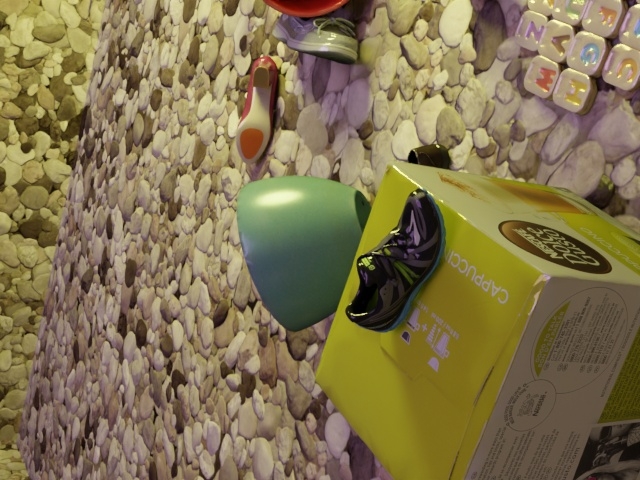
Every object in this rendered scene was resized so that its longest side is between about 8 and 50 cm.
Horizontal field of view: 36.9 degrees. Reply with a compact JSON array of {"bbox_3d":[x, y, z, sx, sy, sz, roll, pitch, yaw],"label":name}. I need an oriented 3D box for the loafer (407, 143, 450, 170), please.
[{"bbox_3d":[0.159,-0.062,1.654,0.080,0.078,0.220,13,95,58],"label":"loafer"}]

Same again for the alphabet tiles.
[{"bbox_3d":[0.389,-0.333,1.390,0.278,0.021,0.284,44,121,52],"label":"alphabet tiles"}]

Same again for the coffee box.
[{"bbox_3d":[0.243,0.128,1.237,0.337,0.334,0.338,44,121,52],"label":"coffee box"}]

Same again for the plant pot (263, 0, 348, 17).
[{"bbox_3d":[-0.054,-0.598,1.943,0.243,0.274,0.275,-133,56,-67],"label":"plant pot"}]

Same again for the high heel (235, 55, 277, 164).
[{"bbox_3d":[-0.145,-0.303,2.223,0.117,0.082,0.244,-78,-7,-66],"label":"high heel"}]

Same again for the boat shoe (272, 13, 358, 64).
[{"bbox_3d":[-0.009,-0.434,1.968,0.320,0.118,0.103,47,123,61],"label":"boat shoe"}]

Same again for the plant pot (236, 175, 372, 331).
[{"bbox_3d":[0.000,0.000,1.758,0.195,0.290,0.290,-20,63,17],"label":"plant pot"}]

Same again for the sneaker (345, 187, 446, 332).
[{"bbox_3d":[0.086,0.027,1.120,0.067,0.078,0.188,51,124,48],"label":"sneaker"}]
